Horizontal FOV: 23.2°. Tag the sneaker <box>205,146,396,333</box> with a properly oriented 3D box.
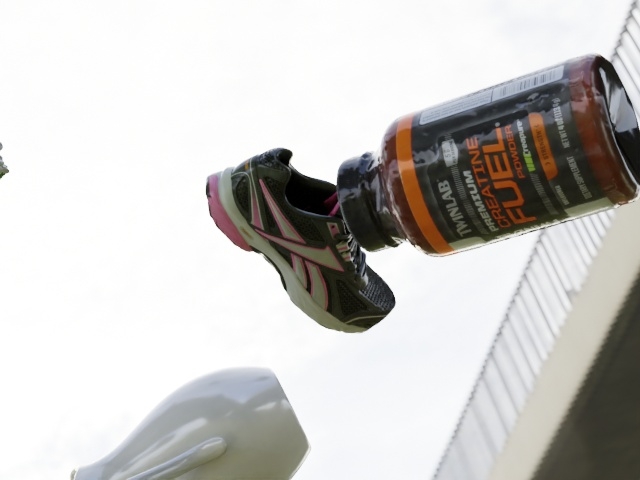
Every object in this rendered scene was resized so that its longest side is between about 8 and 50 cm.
[{"bbox_3d":[0.000,0.000,1.141,0.077,0.072,0.178,-32,-55,30],"label":"sneaker"}]

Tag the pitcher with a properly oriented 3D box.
[{"bbox_3d":[-0.115,0.192,1.343,0.207,0.125,0.178,-27,-2,-6],"label":"pitcher"}]

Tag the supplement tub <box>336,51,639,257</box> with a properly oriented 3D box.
[{"bbox_3d":[0.113,-0.050,1.053,0.198,0.106,0.106,-18,-32,24],"label":"supplement tub"}]

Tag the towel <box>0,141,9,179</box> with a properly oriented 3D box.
[{"bbox_3d":[-0.244,-0.031,0.769,0.152,0.023,0.113,-34,-57,24],"label":"towel"}]
